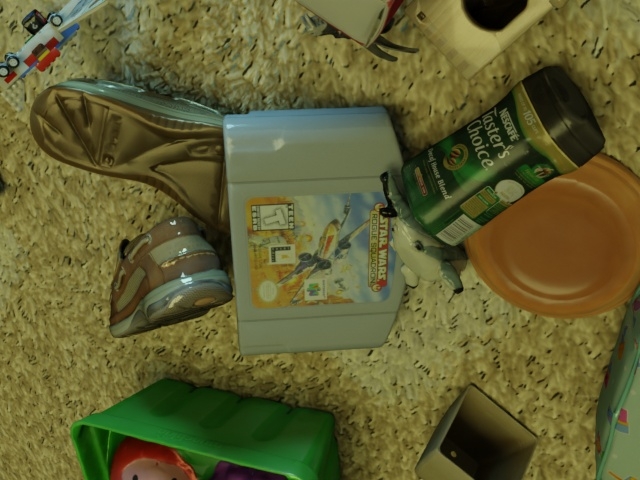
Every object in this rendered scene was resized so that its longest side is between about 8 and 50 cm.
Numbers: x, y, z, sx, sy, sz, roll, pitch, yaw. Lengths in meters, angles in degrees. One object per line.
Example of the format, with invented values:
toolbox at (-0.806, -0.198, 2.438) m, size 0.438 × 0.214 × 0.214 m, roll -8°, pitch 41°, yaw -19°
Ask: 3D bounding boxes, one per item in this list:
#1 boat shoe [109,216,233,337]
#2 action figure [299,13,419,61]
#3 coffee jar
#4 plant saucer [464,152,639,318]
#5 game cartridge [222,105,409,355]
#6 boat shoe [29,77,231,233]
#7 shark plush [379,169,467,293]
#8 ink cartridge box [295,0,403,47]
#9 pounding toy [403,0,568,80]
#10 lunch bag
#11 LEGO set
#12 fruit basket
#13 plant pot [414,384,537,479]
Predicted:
boat shoe at (-0.198, 0.046, 0.953) m, size 0.324 × 0.123 × 0.116 m, roll -26°, pitch 80°, yaw 58°
action figure at (-0.018, -0.273, 0.688) m, size 0.141 × 0.164 × 0.275 m, roll -27°, pitch 101°, yaw -7°
coffee jar at (0.171, -0.079, 0.730) m, size 0.184 × 0.096 × 0.079 m, roll -35°, pitch 135°, yaw 26°
plant saucer at (0.243, 0.000, 0.790) m, size 0.200 × 0.037 × 0.200 m, roll 12°, pitch 121°, yaw 20°
game cartridge at (0.000, 0.000, 0.846) m, size 0.198 × 0.062 × 0.297 m, roll -1°, pitch 121°, yaw -1°
boat shoe at (-0.144, -0.106, 0.873) m, size 0.341 × 0.110 × 0.121 m, roll 23°, pitch 116°, yaw -9°
shark plush at (0.101, -0.010, 0.810) m, size 0.161 × 0.067 × 0.073 m, roll 45°, pitch 153°, yaw -21°
ink cartridge box at (0.033, -0.332, 0.541) m, size 0.226 × 0.131 × 0.306 m, roll 34°, pitch 86°, yaw -1°
pounding toy at (0.168, -0.233, 0.603) m, size 0.094 × 0.181 × 0.206 m, roll 47°, pitch 126°, yaw -4°
lunch bag at (0.404, 0.166, 0.762) m, size 0.224 × 0.108 × 0.279 m, roll 10°, pitch 123°, yaw 14°
LEGO set at (-0.253, -0.242, 0.816) m, size 0.244 × 0.182 × 0.060 m, roll -16°, pitch 131°, yaw 35°
fruit basket at (-0.171, 0.391, 1.008) m, size 0.392 × 0.392 × 0.283 m, roll 7°, pitch 120°, yaw 22°
plant pot at (0.178, 0.263, 0.933) m, size 0.109 × 0.109 × 0.096 m, roll 40°, pitch 139°, yaw 0°
